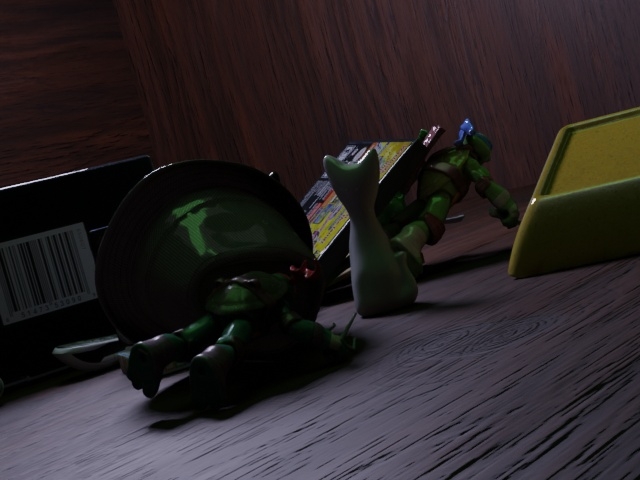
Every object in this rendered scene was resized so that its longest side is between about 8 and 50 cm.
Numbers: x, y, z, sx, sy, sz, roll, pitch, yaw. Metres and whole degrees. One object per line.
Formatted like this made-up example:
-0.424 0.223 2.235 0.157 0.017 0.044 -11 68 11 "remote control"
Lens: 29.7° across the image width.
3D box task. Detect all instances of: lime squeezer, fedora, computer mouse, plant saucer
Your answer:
0.091 -0.036 1.943 0.059 0.110 0.310 21 67 38 "lime squeezer"
-0.099 0.045 1.344 0.275 0.243 0.124 29 3 -42 "fedora"
-0.283 0.154 1.699 0.193 0.042 0.106 -10 5 -30 "computer mouse"
0.409 -0.093 1.530 0.333 0.081 0.333 -14 22 27 "plant saucer"

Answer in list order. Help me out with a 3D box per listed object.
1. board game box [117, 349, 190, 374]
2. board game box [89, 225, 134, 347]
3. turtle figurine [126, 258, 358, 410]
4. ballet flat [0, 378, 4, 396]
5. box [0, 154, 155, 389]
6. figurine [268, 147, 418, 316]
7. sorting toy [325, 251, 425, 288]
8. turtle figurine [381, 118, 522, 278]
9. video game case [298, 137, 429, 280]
-0.192 0.145 1.527 0.103 0.026 0.154 -15 3 -19 "board game box"
-0.186 0.043 1.551 0.243 0.165 0.042 -13 3 39 "board game box"
-0.076 0.092 1.218 0.175 0.118 0.234 -12 10 38 "turtle figurine"
-0.486 0.217 1.551 0.168 0.057 0.052 -13 -27 -38 "ballet flat"
-0.537 0.081 1.941 0.480 0.297 0.472 -17 2 -35 "box"
0.000 0.000 1.523 0.215 0.209 0.092 -14 3 12 "figurine"
0.022 0.059 2.036 0.229 0.041 0.307 -20 12 -34 "sorting toy"
0.207 -0.022 1.877 0.198 0.274 0.266 30 59 34 "turtle figurine"
0.025 -0.048 1.890 0.275 0.035 0.248 -51 20 -12 "video game case"
